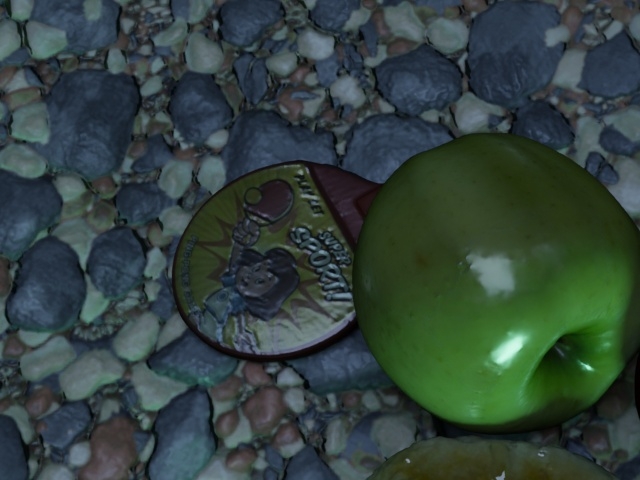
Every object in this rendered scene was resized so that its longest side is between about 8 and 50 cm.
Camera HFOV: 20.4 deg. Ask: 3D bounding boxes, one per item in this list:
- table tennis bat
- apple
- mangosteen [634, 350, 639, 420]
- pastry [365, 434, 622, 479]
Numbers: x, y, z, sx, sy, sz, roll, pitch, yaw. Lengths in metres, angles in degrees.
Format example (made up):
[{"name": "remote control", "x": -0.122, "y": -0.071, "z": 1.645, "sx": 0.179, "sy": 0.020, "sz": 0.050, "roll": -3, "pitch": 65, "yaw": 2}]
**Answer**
[{"name": "table tennis bat", "x": 0.000, "y": 0.000, "z": 1.744, "sx": 0.310, "sy": 0.038, "sz": 0.200, "roll": -30, "pitch": 67, "yaw": -2}, {"name": "apple", "x": 0.158, "y": 0.035, "z": 1.588, "sx": 0.279, "sy": 0.279, "sz": 0.279, "roll": -3, "pitch": 67, "yaw": 7}, {"name": "mangosteen", "x": 0.388, "y": 0.147, "z": 1.526, "sx": 0.215, "sy": 0.215, "sz": 0.257, "roll": -33, "pitch": 111, "yaw": -7}, {"name": "pastry", "x": 0.150, "y": 0.317, "z": 1.529, "sx": 0.329, "sy": 0.136, "sz": 0.330, "roll": -3, "pitch": 66, "yaw": 8}]
